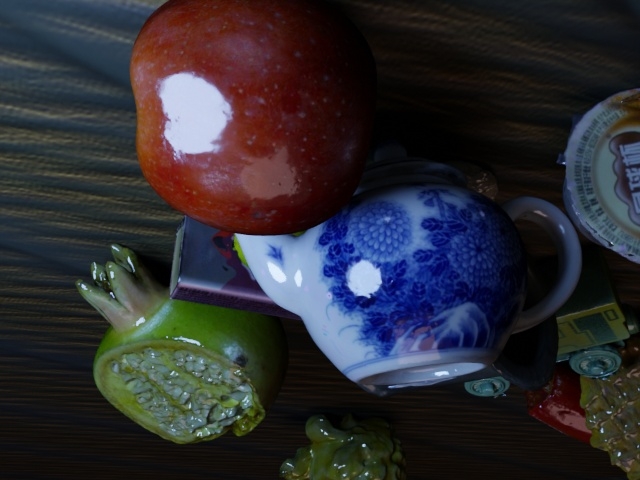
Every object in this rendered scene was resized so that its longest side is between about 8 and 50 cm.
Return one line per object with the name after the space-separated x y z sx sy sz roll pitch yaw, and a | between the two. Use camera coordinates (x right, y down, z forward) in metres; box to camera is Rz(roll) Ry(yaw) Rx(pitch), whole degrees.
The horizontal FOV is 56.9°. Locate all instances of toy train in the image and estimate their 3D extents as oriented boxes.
0.353 0.162 1.048 0.369 0.150 0.237 -22 134 28 | toy train

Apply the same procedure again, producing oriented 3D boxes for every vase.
0.175 0.131 0.920 0.245 0.245 0.291 25 145 -36 | vase

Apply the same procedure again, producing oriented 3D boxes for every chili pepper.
0.644 0.411 1.364 0.338 0.134 0.131 31 128 -9 | chili pepper

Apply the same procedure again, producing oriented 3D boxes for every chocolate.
0.367 -0.065 0.686 0.221 0.221 0.147 -6 173 6 | chocolate

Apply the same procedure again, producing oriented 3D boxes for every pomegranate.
-0.211 0.143 0.932 0.310 0.216 0.358 -21 113 33 | pomegranate

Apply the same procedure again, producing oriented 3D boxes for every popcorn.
0.087 0.627 1.623 0.279 0.274 0.335 24 -164 39 | popcorn

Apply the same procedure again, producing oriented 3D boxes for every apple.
-0.057 -0.111 0.517 0.201 0.218 0.218 1 147 -11 | apple

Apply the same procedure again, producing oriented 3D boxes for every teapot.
0.095 0.012 0.661 0.424 0.280 0.252 -1 159 -10 | teapot

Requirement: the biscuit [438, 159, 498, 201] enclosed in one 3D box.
0.162 -0.058 0.793 0.152 0.020 0.152 -3 147 -2 | biscuit

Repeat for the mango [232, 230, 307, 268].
0.000 0.000 0.792 0.233 0.111 0.125 7 152 -13 | mango

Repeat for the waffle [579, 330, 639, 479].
0.658 0.326 1.164 0.151 0.324 0.261 -17 180 -42 | waffle

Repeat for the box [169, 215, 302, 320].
-0.096 0.042 0.845 0.224 0.120 0.069 12 147 -24 | box
